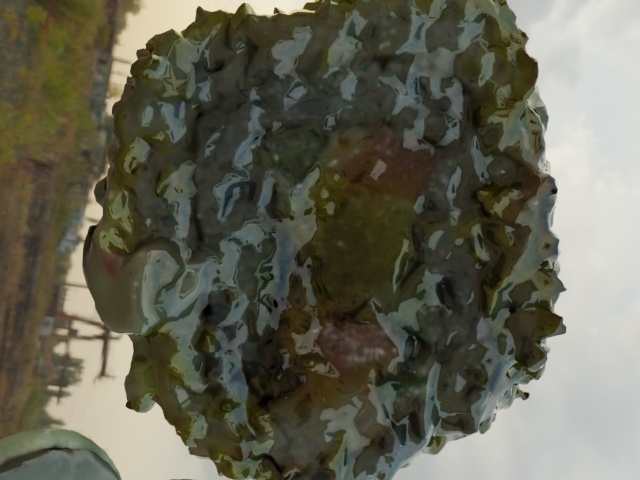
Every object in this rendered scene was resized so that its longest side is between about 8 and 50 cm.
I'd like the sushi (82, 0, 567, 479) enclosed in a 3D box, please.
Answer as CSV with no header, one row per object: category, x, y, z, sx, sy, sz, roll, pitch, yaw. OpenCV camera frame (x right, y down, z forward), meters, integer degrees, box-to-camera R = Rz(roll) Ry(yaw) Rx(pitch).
sushi,0.000,0.000,0.650,0.240,0.351,0.396,-112,-166,-78

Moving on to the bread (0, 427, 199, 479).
bread,-0.135,0.187,0.410,0.064,0.232,0.172,18,-102,40
